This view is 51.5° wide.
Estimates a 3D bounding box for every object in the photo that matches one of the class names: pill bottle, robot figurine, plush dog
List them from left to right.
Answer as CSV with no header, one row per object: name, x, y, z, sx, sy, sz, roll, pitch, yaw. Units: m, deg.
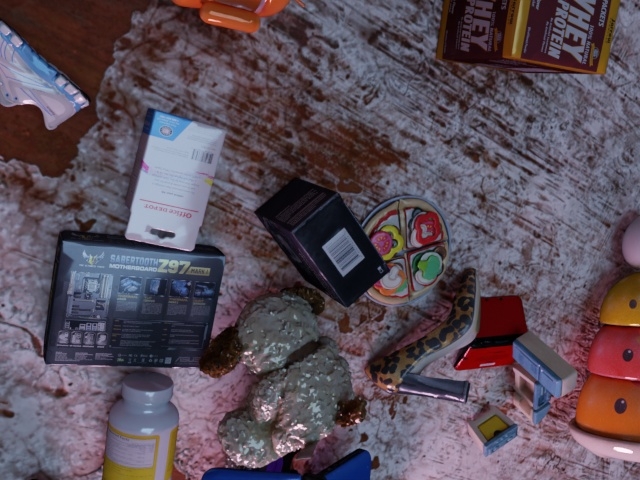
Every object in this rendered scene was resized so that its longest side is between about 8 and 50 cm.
pill bottle,-0.268,0.296,0.995,0.103,0.103,0.184,4,102,-26
robot figurine,-0.122,-0.367,0.873,0.220,0.158,0.128,0,132,-25
plush dog,-0.048,0.188,1.010,0.262,0.211,0.225,-32,92,-36

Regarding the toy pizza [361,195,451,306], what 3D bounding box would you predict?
toy pizza,0.148,0.022,1.154,0.202,0.032,0.201,-7,106,-23

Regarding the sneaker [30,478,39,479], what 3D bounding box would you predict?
sneaker,-0.508,0.444,0.928,0.302,0.108,0.120,-27,113,-25

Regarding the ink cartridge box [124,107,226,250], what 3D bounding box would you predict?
ink cartridge box,-0.212,-0.086,0.942,0.105,0.062,0.181,13,98,-27

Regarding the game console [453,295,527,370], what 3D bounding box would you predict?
game console,0.325,0.181,1.290,0.144,0.085,0.124,-1,135,-24

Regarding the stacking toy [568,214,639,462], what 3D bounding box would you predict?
stacking toy,0.668,0.183,1.336,0.351,0.351,0.479,-2,86,-24

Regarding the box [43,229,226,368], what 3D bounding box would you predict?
box,-0.268,0.090,0.964,0.233,0.059,0.183,6,104,-26

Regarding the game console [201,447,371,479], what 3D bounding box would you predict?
game console,-0.055,0.490,1.076,0.250,0.174,0.292,-4,101,-58

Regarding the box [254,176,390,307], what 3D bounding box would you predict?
box,0.000,0.000,1.008,0.093,0.158,0.156,-41,116,-11

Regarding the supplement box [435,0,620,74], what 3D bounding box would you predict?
supplement box,0.322,-0.340,1.046,0.192,0.194,0.129,1,103,-25

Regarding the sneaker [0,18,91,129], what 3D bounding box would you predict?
sneaker,-0.387,-0.214,0.826,0.083,0.071,0.190,-45,117,-1

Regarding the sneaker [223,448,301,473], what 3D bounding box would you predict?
sneaker,-0.095,0.449,1.117,0.146,0.102,0.293,8,100,-27

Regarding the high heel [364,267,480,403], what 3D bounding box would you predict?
high heel,0.188,0.156,1.197,0.093,0.186,0.261,64,37,-55

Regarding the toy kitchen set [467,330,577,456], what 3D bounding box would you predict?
toy kitchen set,0.373,0.310,1.252,0.166,0.122,0.207,-27,132,-16
